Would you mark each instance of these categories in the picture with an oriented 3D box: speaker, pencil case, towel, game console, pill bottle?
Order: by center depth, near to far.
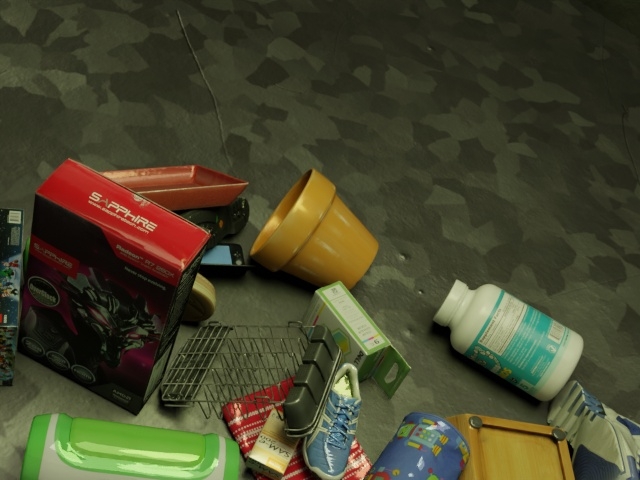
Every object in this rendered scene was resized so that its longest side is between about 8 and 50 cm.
[{"bbox_3d":[-0.273,0.327,1.258,0.296,0.131,0.131,11,46,-13],"label":"speaker"},{"bbox_3d":[0.116,0.409,1.319,0.133,0.119,0.306,53,52,-18],"label":"pencil case"},{"bbox_3d":[-0.020,0.349,1.413,0.198,0.031,0.275,-15,56,-32],"label":"towel"},{"bbox_3d":[-0.192,0.027,1.613,0.122,0.071,0.107,4,48,-21],"label":"game console"},{"bbox_3d":[0.349,0.179,1.646,0.264,0.146,0.146,31,44,7],"label":"pill bottle"}]

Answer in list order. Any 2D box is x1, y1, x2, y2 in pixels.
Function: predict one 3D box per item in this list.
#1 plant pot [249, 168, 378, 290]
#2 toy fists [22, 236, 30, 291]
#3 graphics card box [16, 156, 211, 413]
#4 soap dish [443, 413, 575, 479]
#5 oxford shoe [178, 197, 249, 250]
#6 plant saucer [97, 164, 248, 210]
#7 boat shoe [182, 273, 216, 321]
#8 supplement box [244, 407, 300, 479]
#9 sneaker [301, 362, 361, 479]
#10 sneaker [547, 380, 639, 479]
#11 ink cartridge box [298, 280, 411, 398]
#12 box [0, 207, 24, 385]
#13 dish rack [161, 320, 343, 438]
[{"bbox_3d":[0.000,0.000,1.646,0.188,0.205,0.205,36,43,-10],"label":"plant pot"},{"bbox_3d":[-0.364,0.078,1.441,0.279,0.142,0.096,28,44,3],"label":"toy fists"},{"bbox_3d":[-0.319,0.081,1.294,0.232,0.371,0.094,28,44,2],"label":"graphics card box"},{"bbox_3d":[0.314,0.425,1.420,0.228,0.118,0.291,12,47,-13],"label":"soap dish"},{"bbox_3d":[-0.230,-0.031,1.634,0.096,0.083,0.227,6,14,25],"label":"oxford shoe"},{"bbox_3d":[-0.301,-0.095,1.619,0.259,0.048,0.258,-6,15,-29],"label":"plant saucer"},{"bbox_3d":[-0.323,0.025,1.523,0.341,0.122,0.110,27,45,5],"label":"boat shoe"},{"bbox_3d":[-0.070,0.322,1.371,0.062,0.036,0.098,26,48,3],"label":"supplement box"},{"bbox_3d":[0.021,0.290,1.404,0.080,0.081,0.211,16,46,-10],"label":"sneaker"},{"bbox_3d":[0.525,0.373,1.513,0.182,0.127,0.315,26,18,-7],"label":"sneaker"},{"bbox_3d":[0.057,0.186,1.542,0.062,0.109,0.209,-22,60,-36],"label":"ink cartridge box"},{"bbox_3d":[-0.496,0.087,1.363,0.044,0.159,0.233,4,47,-20],"label":"box"},{"bbox_3d":[-0.117,0.217,1.422,0.271,0.074,0.208,-2,33,20],"label":"dish rack"}]
